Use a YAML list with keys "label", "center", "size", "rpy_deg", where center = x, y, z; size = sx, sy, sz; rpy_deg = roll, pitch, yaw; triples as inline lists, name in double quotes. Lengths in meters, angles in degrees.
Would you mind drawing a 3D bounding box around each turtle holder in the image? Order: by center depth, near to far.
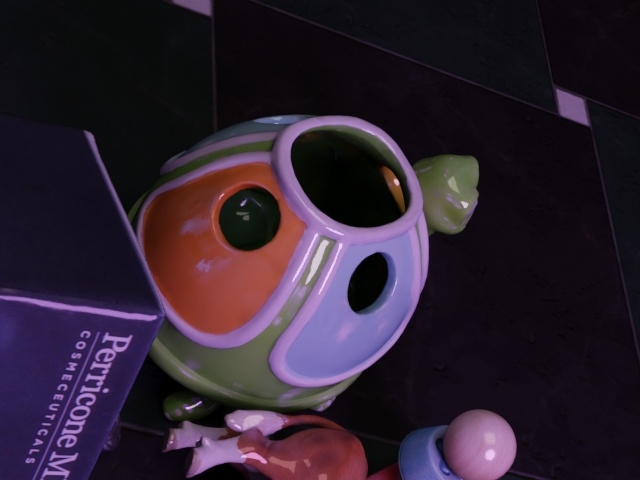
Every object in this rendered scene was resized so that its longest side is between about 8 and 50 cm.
- label: "turtle holder"
  center: [-0.003, 0.014, 1.336]
  size: [0.320, 0.227, 0.243]
  rpy_deg: [14, 49, -28]

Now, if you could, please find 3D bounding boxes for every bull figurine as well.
- label: "bull figurine"
  center: [-0.038, 0.263, 1.204]
  size: [0.188, 0.101, 0.310]
  rpy_deg: [22, 47, -19]

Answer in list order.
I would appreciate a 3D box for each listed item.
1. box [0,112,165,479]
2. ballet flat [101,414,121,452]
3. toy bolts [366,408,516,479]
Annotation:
- label: "box"
  center: [-0.343, 0.068, 0.952]
  size: [0.395, 0.293, 0.212]
  rpy_deg: [9, 31, -31]
- label: "ballet flat"
  center: [-0.205, 0.093, 1.267]
  size: [0.057, 0.049, 0.173]
  rpy_deg: [-23, 65, 0]
- label: "toy bolts"
  center: [0.157, 0.245, 1.322]
  size: [0.218, 0.158, 0.228]
  rpy_deg: [-18, 69, -44]
